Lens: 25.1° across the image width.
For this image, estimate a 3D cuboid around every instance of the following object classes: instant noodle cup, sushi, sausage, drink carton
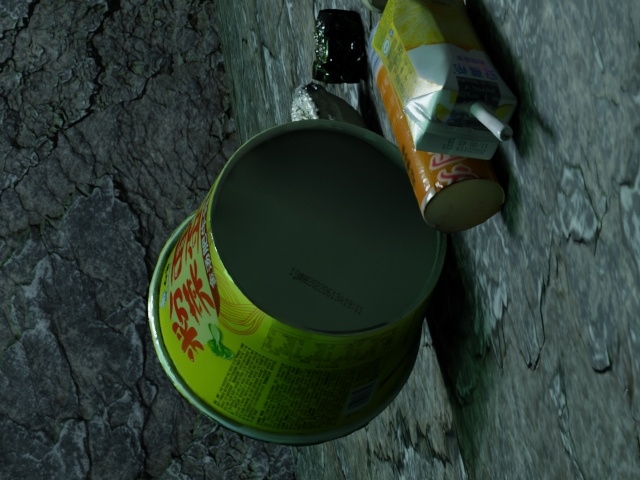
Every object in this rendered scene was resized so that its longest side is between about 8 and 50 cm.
[{"bbox_3d":[-0.013,0.027,1.453,0.221,0.311,0.311,117,143,-61],"label":"instant noodle cup"},{"bbox_3d":[0.021,-0.223,1.662,0.084,0.056,0.083,-115,25,-76],"label":"sushi"},{"bbox_3d":[0.089,-0.116,1.213,0.071,0.071,0.234,89,167,-53],"label":"sausage"},{"bbox_3d":[0.100,-0.114,1.097,0.200,0.084,0.074,-107,33,-47],"label":"drink carton"}]

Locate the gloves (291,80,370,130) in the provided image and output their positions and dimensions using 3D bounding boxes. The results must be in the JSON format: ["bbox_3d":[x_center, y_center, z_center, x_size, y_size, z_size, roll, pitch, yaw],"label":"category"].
[{"bbox_3d":[0.009,-0.126,1.677,0.114,0.070,0.153,31,-150,-46],"label":"gloves"}]

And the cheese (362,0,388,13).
[{"bbox_3d":[0.041,-0.298,1.449,0.192,0.037,0.097,-114,17,-59],"label":"cheese"}]
